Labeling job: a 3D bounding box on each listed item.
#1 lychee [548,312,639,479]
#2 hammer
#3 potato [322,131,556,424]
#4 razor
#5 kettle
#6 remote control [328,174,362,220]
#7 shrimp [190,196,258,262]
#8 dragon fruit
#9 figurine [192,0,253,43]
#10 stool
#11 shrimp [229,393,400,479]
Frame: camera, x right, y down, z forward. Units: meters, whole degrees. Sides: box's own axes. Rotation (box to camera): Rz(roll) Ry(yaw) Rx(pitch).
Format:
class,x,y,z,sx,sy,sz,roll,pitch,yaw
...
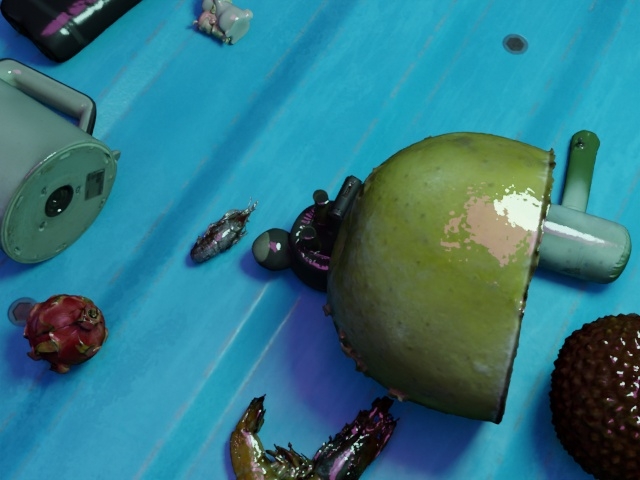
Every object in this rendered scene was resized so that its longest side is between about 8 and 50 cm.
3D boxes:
class,x,y,z,sx,sy,sz,roll,pitch,yaw
lychee,0.497,0.250,1.331,0.276,0.304,0.275,-1,95,-17
hammer,0.480,-0.084,1.580,0.206,0.119,0.335,17,59,4
potato,0.179,0.040,1.340,0.319,0.385,0.442,13,102,10
razor,-0.480,-0.522,1.752,0.204,0.113,0.349,38,69,18
kettle,-0.557,-0.189,1.542,0.377,0.250,0.361,34,47,17
remote control,0.042,-0.076,1.456,0.034,0.016,0.091,24,58,5
shrimp,-0.170,-0.018,1.549,0.165,0.065,0.056,-41,104,-24
dragon fruit,-0.418,0.151,1.418,0.133,0.166,0.136,29,51,-38
figurine,-0.221,-0.476,1.754,0.146,0.081,0.098,42,70,16
stool,0.003,0.008,1.496,0.228,0.139,0.153,-23,64,-15
shrimp,-0.017,0.323,1.389,0.290,0.054,0.222,-39,71,-14
